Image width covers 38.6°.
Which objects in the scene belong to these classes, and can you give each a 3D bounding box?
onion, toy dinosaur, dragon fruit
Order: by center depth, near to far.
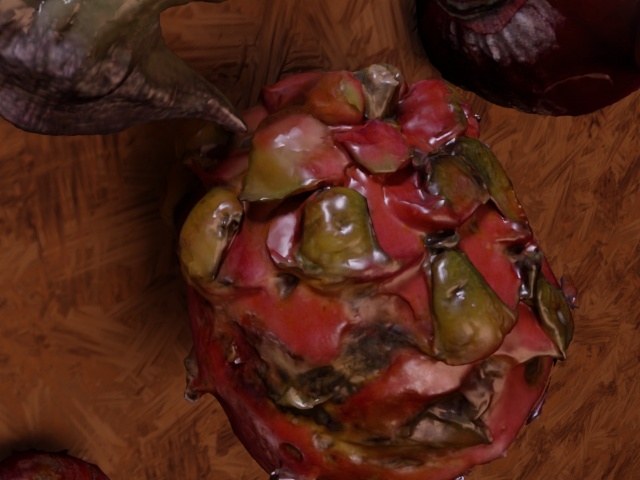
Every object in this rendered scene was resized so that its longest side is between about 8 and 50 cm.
[{"bbox_3d":[-0.150,-0.140,0.470,0.294,0.077,0.162,17,105,-21],"label":"toy dinosaur"},{"bbox_3d":[0.000,0.000,0.663,0.296,0.314,0.263,-33,127,8],"label":"dragon fruit"},{"bbox_3d":[-0.211,0.243,0.683,0.150,0.140,0.150,-15,128,-21],"label":"onion"},{"bbox_3d":[0.204,-0.200,0.761,0.216,0.206,0.207,-8,123,-45],"label":"onion"}]
